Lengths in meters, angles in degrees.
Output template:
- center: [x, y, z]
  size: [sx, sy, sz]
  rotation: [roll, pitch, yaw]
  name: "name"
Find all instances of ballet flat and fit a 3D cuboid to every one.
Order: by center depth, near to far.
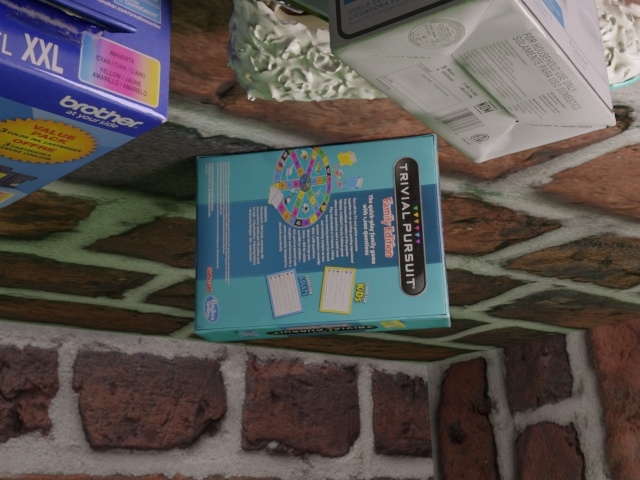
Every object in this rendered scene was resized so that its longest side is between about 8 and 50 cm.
- center: [0.108, -0.200, 0.797]
  size: [0.409, 0.146, 0.147]
  rotation: [-3, 162, 5]
  name: "ballet flat"

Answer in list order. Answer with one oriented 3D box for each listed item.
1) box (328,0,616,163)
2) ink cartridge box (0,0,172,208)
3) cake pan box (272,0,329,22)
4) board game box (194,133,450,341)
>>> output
- center: [0.079, -0.209, 0.486]
  size: [0.087, 0.289, 0.169]
  rotation: [-15, 156, 31]
  name: "box"
- center: [-0.324, -0.170, 0.815]
  size: [0.270, 0.151, 0.396]
  rotation: [15, 154, -43]
  name: "ink cartridge box"
- center: [-0.064, -0.217, 0.598]
  size: [0.267, 0.070, 0.246]
  rotation: [14, -162, -41]
  name: "cake pan box"
- center: [0.000, 0.000, 1.194]
  size: [0.336, 0.253, 0.079]
  rotation: [-4, 163, 9]
  name: "board game box"
